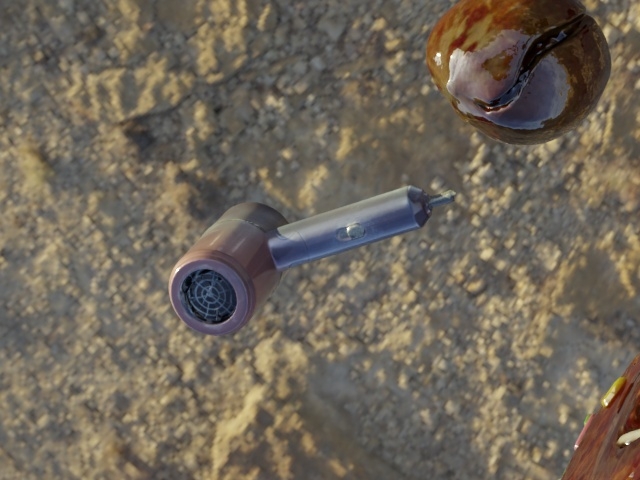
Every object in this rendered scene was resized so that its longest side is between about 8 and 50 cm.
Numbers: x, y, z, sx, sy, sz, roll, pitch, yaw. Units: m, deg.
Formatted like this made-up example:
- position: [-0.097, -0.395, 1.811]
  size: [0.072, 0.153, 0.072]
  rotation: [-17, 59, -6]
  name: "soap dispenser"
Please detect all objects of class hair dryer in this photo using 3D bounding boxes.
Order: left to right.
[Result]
- position: [0.000, 0.000, 0.484]
  size: [0.114, 0.063, 0.037]
  rotation: [-18, 104, 20]
  name: "hair dryer"

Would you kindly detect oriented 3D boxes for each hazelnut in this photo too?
- position: [0.248, -0.215, 1.573]
  size: [0.234, 0.218, 0.218]
  rotation: [36, 144, 48]
  name: "hazelnut"

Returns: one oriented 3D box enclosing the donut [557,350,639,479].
- position: [0.170, 0.070, 0.481]
  size: [0.089, 0.235, 0.235]
  rotation: [33, 134, 5]
  name: "donut"
